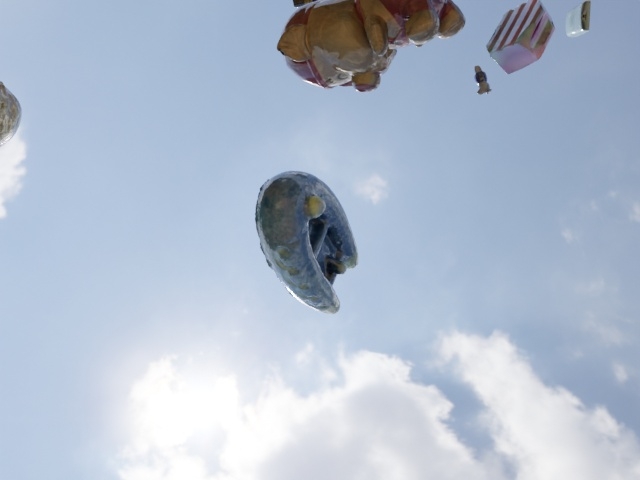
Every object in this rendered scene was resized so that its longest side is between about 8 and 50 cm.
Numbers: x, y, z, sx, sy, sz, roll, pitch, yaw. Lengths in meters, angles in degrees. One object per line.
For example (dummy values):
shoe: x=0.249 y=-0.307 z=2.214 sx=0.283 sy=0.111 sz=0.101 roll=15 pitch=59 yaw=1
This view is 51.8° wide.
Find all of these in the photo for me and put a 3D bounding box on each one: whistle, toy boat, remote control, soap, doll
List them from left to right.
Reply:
toy boat: x=0.000 y=0.000 z=1.284 sx=0.123 sy=0.330 sz=0.215 roll=2 pitch=-131 yaw=33
doll: x=0.069 y=-0.302 z=0.966 sx=0.256 sy=0.196 sz=0.152 roll=-16 pitch=-112 yaw=31
whistle: x=0.366 y=-0.367 z=1.510 sx=0.033 sy=0.029 sz=0.083 roll=-10 pitch=-119 yaw=2
soap: x=0.341 y=-0.346 z=1.117 sx=0.100 sy=0.056 sz=0.149 roll=-19 pitch=-147 yaw=53
remote control: x=0.539 y=-0.462 z=1.383 sx=0.029 sy=0.162 sz=0.061 roll=-1 pitch=-78 yaw=12

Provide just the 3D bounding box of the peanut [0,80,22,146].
peanut: x=-0.697 y=-0.243 z=1.151 sx=0.192 sy=0.387 sz=0.169 roll=-44 pitch=-105 yaw=22

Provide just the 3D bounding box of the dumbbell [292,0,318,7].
dumbbell: x=0.122 y=-0.611 z=1.583 sx=0.388 sy=0.185 sz=0.185 roll=-8 pitch=-113 yaw=10
